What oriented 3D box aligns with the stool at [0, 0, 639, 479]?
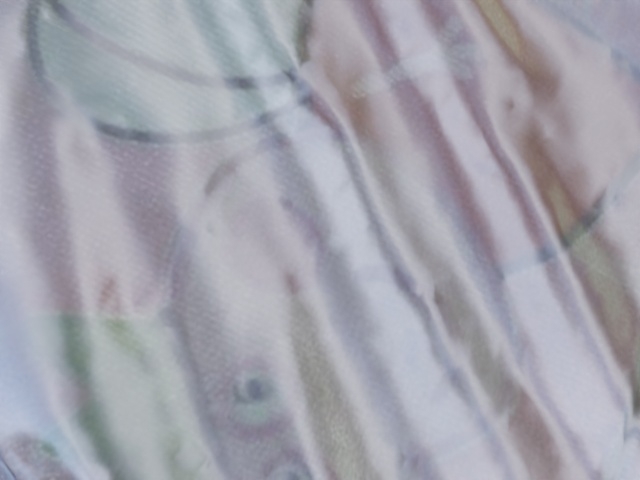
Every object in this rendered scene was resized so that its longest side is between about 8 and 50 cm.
[{"bbox_3d":[0.000,0.000,0.558,0.272,0.178,0.272,3,82,-22],"label":"stool"}]
